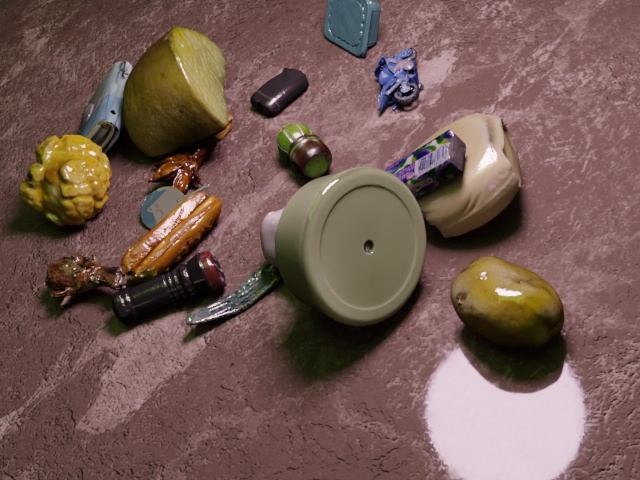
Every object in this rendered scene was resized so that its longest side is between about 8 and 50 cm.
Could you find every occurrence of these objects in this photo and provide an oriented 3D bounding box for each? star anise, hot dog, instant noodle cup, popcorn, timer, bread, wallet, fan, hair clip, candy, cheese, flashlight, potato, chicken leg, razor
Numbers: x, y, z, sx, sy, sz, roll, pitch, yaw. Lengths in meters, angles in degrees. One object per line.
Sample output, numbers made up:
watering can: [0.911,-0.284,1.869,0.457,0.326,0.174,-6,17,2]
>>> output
star anise: [-0.340,-0.172,2.041,0.156,0.054,0.213,0,52,12]
hot dog: [-0.325,-0.007,1.869,0.115,0.072,0.269,29,63,35]
instant noodle cup: [0.090,-0.581,2.238,0.070,0.157,0.179,-17,40,-31]
popcorn: [-0.601,-0.139,2.031,0.203,0.226,0.200,-38,-6,33]
timer: [0.000,0.000,1.664,0.291,0.291,0.315,-45,28,-24]
bread: [-0.282,-0.298,2.143,0.132,0.053,0.074,23,57,37]
wallet: [-0.552,-0.327,2.190,0.176,0.075,0.251,-42,33,36]
fan: [-0.333,-0.087,1.965,0.175,0.005,0.113,-28,64,1]
hair clip: [-0.172,0.115,1.732,0.229,0.036,0.066,-31,50,-21]
candy: [0.161,-0.114,1.717,0.312,0.061,0.088,-29,38,41]
cheese: [0.292,-0.138,1.741,0.233,0.127,0.266,-27,35,29]
flashlight: [-0.314,0.102,1.762,0.231,0.093,0.093,-23,45,4]
potato: [-0.391,-0.366,2.076,0.280,0.213,0.330,-30,41,21]
potato: [0.329,0.109,1.507,0.154,0.137,0.200,-37,47,-18]
chicken leg: [-0.499,0.079,1.839,0.196,0.080,0.125,-11,49,11]
razor: [-0.102,-0.378,2.161,0.090,0.054,0.148,33,65,34]

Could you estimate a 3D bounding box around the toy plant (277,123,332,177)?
toy plant: [-0.043,-0.212,1.960,0.092,0.093,0.162,-29,46,-11]

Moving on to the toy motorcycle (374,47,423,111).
toy motorcycle: [0.185,-0.395,2.078,0.114,0.076,0.205,-13,47,18]
